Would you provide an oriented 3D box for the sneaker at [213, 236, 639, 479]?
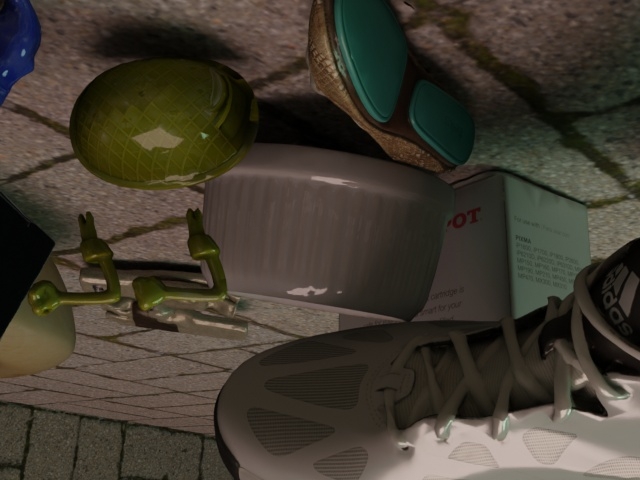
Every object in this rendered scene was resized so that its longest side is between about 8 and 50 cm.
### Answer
[{"bbox_3d":[0.132,0.060,0.525,0.447,0.169,0.257,-1,138,11],"label":"sneaker"}]

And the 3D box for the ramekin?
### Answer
[{"bbox_3d":[0.000,0.000,0.693,0.207,0.109,0.207,9,173,1],"label":"ramekin"}]

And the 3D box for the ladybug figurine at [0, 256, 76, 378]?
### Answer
[{"bbox_3d":[-0.446,0.025,0.832,0.305,0.162,0.449,-15,155,41],"label":"ladybug figurine"}]

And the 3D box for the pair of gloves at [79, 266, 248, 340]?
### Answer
[{"bbox_3d":[-0.198,0.080,1.140,0.204,0.042,0.240,7,159,2],"label":"pair of gloves"}]

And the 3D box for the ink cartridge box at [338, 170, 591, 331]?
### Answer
[{"bbox_3d":[0.129,0.121,0.786,0.131,0.306,0.226,17,158,-35],"label":"ink cartridge box"}]

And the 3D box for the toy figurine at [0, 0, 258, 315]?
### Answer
[{"bbox_3d":[-0.232,-0.075,0.483,0.362,0.191,0.217,0,156,6],"label":"toy figurine"}]

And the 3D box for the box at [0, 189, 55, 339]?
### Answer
[{"bbox_3d":[-0.273,0.022,0.441,0.207,0.108,0.153,-24,121,26],"label":"box"}]

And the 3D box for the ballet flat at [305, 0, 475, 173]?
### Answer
[{"bbox_3d":[0.031,-0.096,0.544,0.067,0.073,0.206,9,163,33],"label":"ballet flat"}]
